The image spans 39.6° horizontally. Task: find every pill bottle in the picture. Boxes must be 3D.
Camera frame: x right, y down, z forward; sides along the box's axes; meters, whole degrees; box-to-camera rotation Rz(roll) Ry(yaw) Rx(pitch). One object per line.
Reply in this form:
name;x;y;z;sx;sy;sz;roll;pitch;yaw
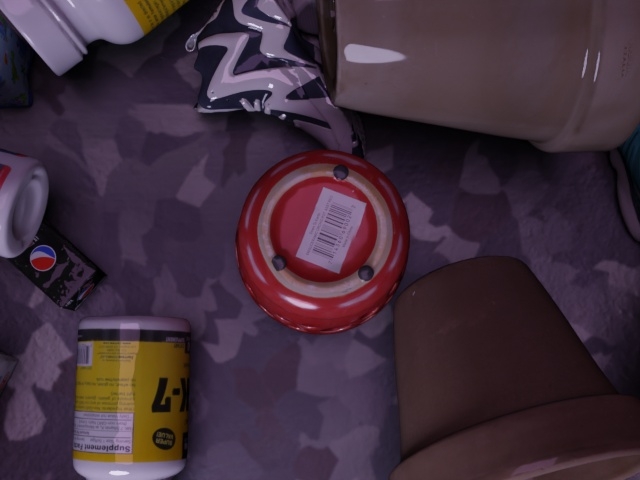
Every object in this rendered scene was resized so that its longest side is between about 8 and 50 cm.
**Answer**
pill bottle;-0.385;-0.056;0.914;0.180;0.108;0.108;16;82;3
pill bottle;-0.203;-0.338;0.970;0.334;0.188;0.188;-41;84;-5
pill bottle;-0.197;0.185;0.930;0.119;0.119;0.208;0;82;0

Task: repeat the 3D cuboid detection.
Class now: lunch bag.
lunch bag;-0.410;-0.202;0.978;0.151;0.129;0.096;-2;81;1

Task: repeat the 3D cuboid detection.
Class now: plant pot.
plant pot;0.000;0.000;0.933;0.191;0.174;0.191;0;81;2
plant pot;0.143;-0.236;0.882;0.280;0.323;0.323;-6;82;-5
plant pot;0.176;0.148;0.896;0.263;0.263;0.229;-14;63;-2

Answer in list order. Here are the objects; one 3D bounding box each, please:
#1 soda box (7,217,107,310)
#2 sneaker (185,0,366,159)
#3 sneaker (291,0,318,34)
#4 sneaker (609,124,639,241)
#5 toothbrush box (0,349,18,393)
soda box;-0.322;0.003;0.988;0.169;0.053;0.060;41;84;6
sneaker;-0.062;-0.160;1.002;0.153;0.094;0.235;-29;108;18
sneaker;0.056;-0.356;1.037;0.256;0.094;0.151;-36;57;10
sneaker;0.371;-0.124;0.983;0.107;0.110;0.275;-18;82;-3
toothbrush box;-0.504;0.154;0.927;0.283;0.122;0.206;23;78;4
